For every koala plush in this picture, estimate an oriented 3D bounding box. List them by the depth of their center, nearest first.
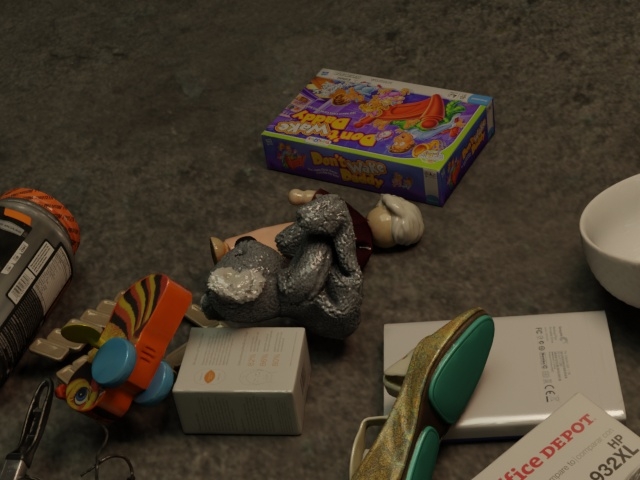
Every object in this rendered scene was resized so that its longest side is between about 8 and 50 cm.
[{"bbox_3d":[-0.065,0.061,1.776,0.221,0.196,0.203,-11,80,-17],"label":"koala plush"}]

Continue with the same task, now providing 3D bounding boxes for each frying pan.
[{"bbox_3d":[-0.384,0.337,1.594,0.197,0.053,0.326,20,65,25],"label":"frying pan"}]

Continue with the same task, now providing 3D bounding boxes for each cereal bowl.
[{"bbox_3d":[0.549,0.013,1.760,0.339,0.141,0.339,-11,24,5],"label":"cereal bowl"}]

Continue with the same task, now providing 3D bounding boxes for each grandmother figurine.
[{"bbox_3d":[0.000,0.000,1.960,0.342,0.104,0.208,-14,66,-10],"label":"grandmother figurine"}]

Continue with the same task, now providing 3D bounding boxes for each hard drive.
[{"bbox_3d":[0.249,0.189,1.710,0.319,0.040,0.210,-4,39,6],"label":"hard drive"}]

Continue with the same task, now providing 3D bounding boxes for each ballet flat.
[{"bbox_3d":[0.117,0.226,1.589,0.123,0.123,0.348,13,62,26],"label":"ballet flat"}]

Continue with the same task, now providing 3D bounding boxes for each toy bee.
[{"bbox_3d":[-0.298,0.181,1.689,0.162,0.195,0.298,2,44,40],"label":"toy bee"}]

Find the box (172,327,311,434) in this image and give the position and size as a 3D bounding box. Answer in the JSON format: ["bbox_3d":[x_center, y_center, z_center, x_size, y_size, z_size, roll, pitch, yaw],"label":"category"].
[{"bbox_3d":[-0.107,0.198,1.733,0.170,0.091,0.130,-1,40,10],"label":"box"}]

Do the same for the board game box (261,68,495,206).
[{"bbox_3d":[0.105,-0.190,2.180,0.347,0.078,0.233,13,44,26],"label":"board game box"}]

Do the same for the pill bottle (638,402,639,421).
[{"bbox_3d":[0.551,0.184,1.558,0.278,0.162,0.162,-32,44,-25],"label":"pill bottle"}]

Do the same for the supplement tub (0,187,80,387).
[{"bbox_3d":[-0.505,0.072,1.891,0.194,0.193,0.316,5,40,17],"label":"supplement tub"}]

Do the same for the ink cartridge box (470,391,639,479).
[{"bbox_3d":[0.316,0.342,1.314,0.223,0.129,0.307,-32,53,-29],"label":"ink cartridge box"}]

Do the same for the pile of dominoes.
[{"bbox_3d":[-0.290,0.162,1.868,0.196,0.040,0.251,32,47,32],"label":"pile of dominoes"}]
